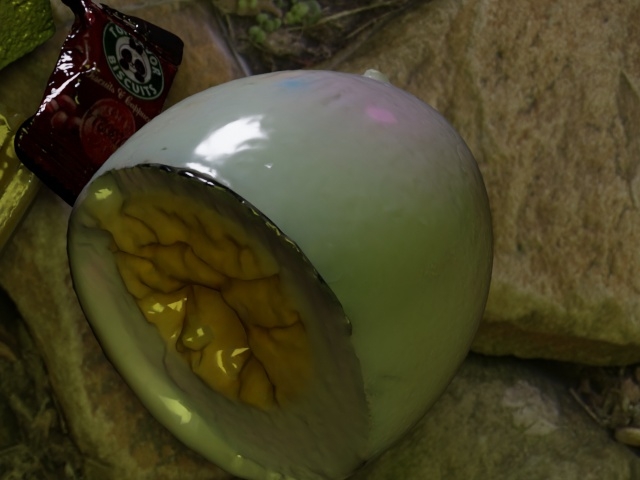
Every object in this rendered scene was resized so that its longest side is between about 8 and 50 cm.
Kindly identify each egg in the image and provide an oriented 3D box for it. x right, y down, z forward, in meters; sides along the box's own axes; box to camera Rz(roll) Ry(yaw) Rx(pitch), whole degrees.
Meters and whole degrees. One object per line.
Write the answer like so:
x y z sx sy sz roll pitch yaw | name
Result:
0.000 0.000 1.112 0.354 0.354 0.340 50 51 -1 | egg

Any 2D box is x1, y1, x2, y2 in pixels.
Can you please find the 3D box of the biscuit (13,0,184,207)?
-0.211 -0.142 1.172 0.151 0.063 0.235 40 46 -41 | biscuit

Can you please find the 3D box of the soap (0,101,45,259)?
-0.383 -0.017 1.143 0.173 0.089 0.274 31 75 -7 | soap

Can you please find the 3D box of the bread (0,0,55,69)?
-0.332 -0.231 1.177 0.114 0.129 0.111 -30 57 -25 | bread
